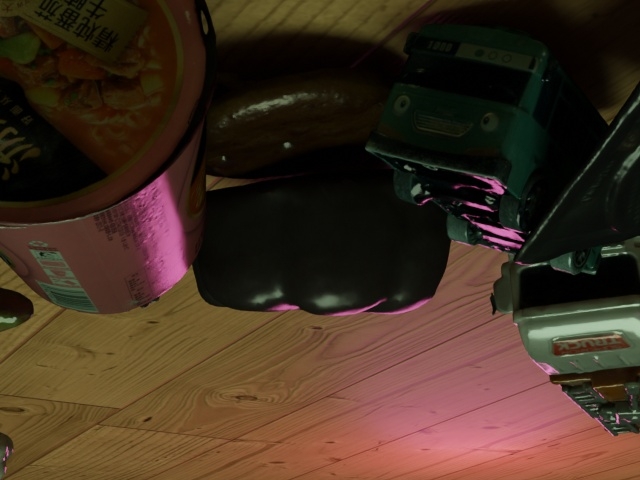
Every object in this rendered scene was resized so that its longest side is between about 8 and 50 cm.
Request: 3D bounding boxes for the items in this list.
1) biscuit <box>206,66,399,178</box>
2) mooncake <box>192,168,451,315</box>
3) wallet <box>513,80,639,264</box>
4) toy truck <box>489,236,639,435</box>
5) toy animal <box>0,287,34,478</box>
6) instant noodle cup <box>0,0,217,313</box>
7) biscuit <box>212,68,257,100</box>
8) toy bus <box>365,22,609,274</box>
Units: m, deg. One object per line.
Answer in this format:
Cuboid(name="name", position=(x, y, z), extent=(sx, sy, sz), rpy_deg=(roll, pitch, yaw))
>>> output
Cuboid(name="biscuit", position=(-0.020, -0.095, 1.206), extent=(0.212, 0.036, 0.212), rpy_deg=(-13, 168, -3))
Cuboid(name="mooncake", position=(0.000, 0.000, 1.324), extent=(0.245, 0.133, 0.245), rpy_deg=(1, 180, 0))
Cuboid(name="wallet", position=(0.318, -0.078, 1.096), extent=(0.323, 0.041, 0.247), rpy_deg=(-12, 150, -32))
Cuboid(name="toy truck", position=(0.307, 0.075, 1.478), extent=(0.173, 0.207, 0.387), rpy_deg=(-9, 157, 23))
Cuboid(name="toy animal", position=(-0.387, 0.039, 1.204), extent=(0.180, 0.363, 0.181), rpy_deg=(-1, 128, -49))
Cuboid(name="instant noodle cup", position=(-0.179, -0.065, 1.051), extent=(0.244, 0.244, 0.255), rpy_deg=(-1, 157, 2))
Cuboid(name="biscuit", position=(-0.169, -0.103, 1.257), extent=(0.131, 0.026, 0.237), rpy_deg=(16, 153, -32))
Cuboid(name="toy bus", position=(0.152, -0.073, 1.162), extent=(0.128, 0.147, 0.256), rpy_deg=(15, 170, 31))
